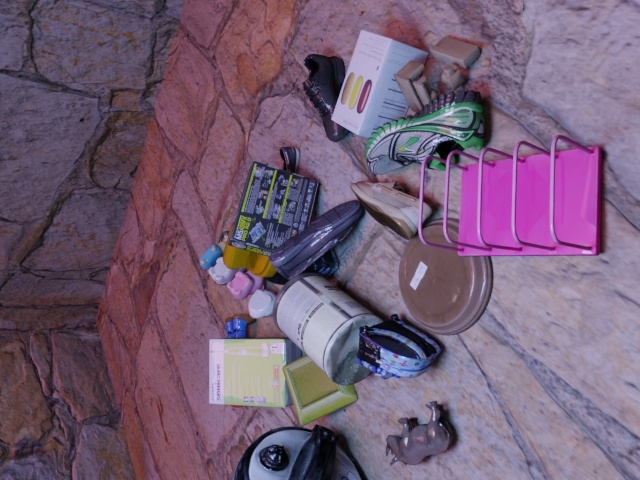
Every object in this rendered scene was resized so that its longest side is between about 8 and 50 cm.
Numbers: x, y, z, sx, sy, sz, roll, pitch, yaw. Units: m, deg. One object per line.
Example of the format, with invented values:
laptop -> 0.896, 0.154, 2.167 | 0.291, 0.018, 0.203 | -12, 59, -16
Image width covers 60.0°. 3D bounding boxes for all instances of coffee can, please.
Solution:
coffee can -> 0.022, 0.231, 1.498 | 0.275, 0.202, 0.201 | 33, 113, 50

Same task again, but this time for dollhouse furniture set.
dollhouse furniture set -> 0.295, -0.386, 1.337 | 0.151, 0.123, 0.144 | -44, 43, -3

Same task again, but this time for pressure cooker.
pressure cooker -> -0.079, 0.708, 1.447 | 0.370, 0.376, 0.420 | 53, 128, 45

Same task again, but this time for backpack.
backpack -> -0.007, 0.070, 1.652 | 0.114, 0.084, 0.105 | -45, 50, 33
backpack -> 0.191, 0.266, 1.317 | 0.173, 0.158, 0.116 | 22, 113, 40

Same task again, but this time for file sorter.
file sorter -> 0.353, -0.079, 1.065 | 0.291, 0.182, 0.202 | -2, 82, 47

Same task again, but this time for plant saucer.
plant saucer -> 0.279, 0.084, 1.304 | 0.278, 0.041, 0.277 | -6, 83, 54
plant saucer -> -0.013, 0.401, 1.579 | 0.188, 0.045, 0.188 | -28, 58, 10

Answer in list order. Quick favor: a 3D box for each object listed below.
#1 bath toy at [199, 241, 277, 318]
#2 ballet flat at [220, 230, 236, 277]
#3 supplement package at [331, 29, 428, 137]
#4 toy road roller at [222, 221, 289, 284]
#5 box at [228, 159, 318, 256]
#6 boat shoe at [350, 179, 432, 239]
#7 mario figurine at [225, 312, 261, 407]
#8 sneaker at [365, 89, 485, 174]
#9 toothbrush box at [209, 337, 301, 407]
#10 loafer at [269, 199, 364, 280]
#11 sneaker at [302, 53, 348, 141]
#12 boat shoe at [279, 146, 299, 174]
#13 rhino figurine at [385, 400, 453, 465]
bath toy -> -0.263, 0.145, 1.926 | 0.151, 0.129, 0.348 | -45, 61, -9
ballet flat -> -0.338, 0.055, 2.092 | 0.074, 0.074, 0.203 | -34, 67, 47
supplement package -> 0.151, -0.398, 1.443 | 0.139, 0.134, 0.244 | 42, 120, 48
toy road roller -> -0.219, -0.006, 1.815 | 0.329, 0.241, 0.202 | 40, 118, 48
box -> -0.140, -0.086, 1.677 | 0.060, 0.216, 0.270 | 132, 152, -66
boat shoe -> 0.177, -0.100, 1.421 | 0.098, 0.109, 0.302 | -42, 30, -3
mario figurine -> -0.276, 0.434, 1.988 | 0.198, 0.170, 0.320 | 88, -177, -69
sneaker -> 0.234, -0.223, 1.314 | 0.344, 0.134, 0.146 | -22, 71, 51
toothbrush box -> -0.208, 0.414, 1.768 | 0.283, 0.122, 0.206 | -6, 81, 24
loafer -> 0.000, 0.000, 1.570 | 0.303, 0.095, 0.109 | -34, 26, 1
sneaker -> 0.009, -0.424, 1.643 | 0.109, 0.130, 0.286 | -30, 64, 46
boat shoe -> -0.119, -0.212, 1.848 | 0.075, 0.065, 0.206 | 12, 96, 53
rhino figurine -> 0.223, 0.473, 1.314 | 0.243, 0.073, 0.106 | -48, 47, 41
